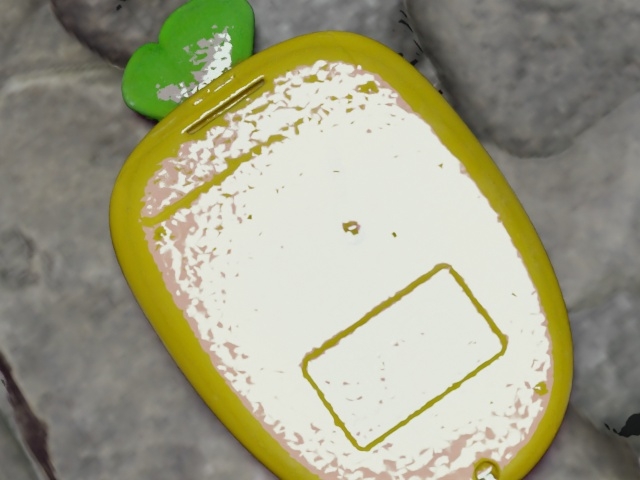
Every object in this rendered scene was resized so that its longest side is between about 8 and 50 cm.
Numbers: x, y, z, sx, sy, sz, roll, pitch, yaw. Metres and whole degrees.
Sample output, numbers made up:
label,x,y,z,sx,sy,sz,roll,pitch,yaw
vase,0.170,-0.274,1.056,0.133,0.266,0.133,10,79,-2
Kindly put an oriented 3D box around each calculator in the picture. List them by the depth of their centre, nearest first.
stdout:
label,x,y,z,sx,sy,sz,roll,pitch,yaw
calculator,0.000,0.000,0.458,0.146,0.032,0.235,-36,76,-2
